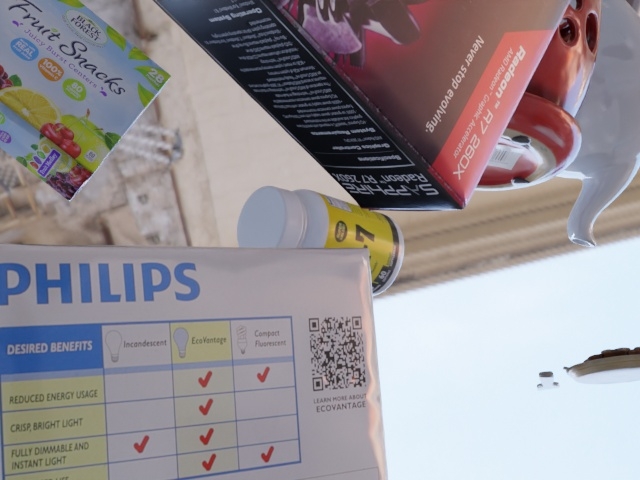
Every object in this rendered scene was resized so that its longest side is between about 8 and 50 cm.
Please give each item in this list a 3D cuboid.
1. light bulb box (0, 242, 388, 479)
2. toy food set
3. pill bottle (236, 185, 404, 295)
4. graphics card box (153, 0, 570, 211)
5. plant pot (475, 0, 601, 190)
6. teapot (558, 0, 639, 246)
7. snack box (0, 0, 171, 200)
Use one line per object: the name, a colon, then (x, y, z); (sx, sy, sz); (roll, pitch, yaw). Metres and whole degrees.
light bulb box: (-0.143, 0.194, 0.900); (0.358, 0.225, 0.361); (1, -99, -39)
toy food set: (0.344, 0.139, 1.308); (0.192, 0.132, 0.039); (-7, -107, 10)
pill bottle: (0.000, 0.000, 1.487); (0.208, 0.119, 0.119); (15, -132, -41)
graphics card box: (-0.008, -0.210, 0.565); (0.094, 0.371, 0.233); (4, -122, 51)
plant pot: (0.138, -0.144, 0.966); (0.191, 0.191, 0.174); (7, -108, 6)
teapot: (0.252, -0.167, 1.265); (0.187, 0.252, 0.256); (-33, -139, -7)
snack box: (-0.285, -0.171, 1.167); (0.207, 0.070, 0.174); (40, -133, -11)
